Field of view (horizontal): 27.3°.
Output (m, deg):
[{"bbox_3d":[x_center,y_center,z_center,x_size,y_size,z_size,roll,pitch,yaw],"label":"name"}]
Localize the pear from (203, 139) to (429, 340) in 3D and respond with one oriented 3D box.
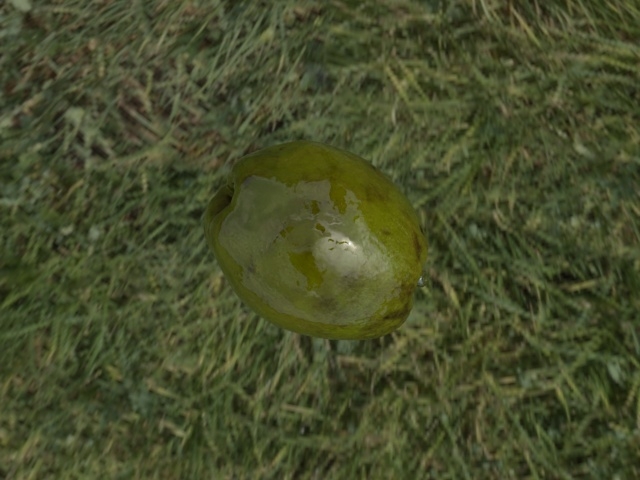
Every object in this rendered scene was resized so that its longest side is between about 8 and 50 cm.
[{"bbox_3d":[0.000,0.000,0.741,0.131,0.107,0.107,21,111,-10],"label":"pear"}]
